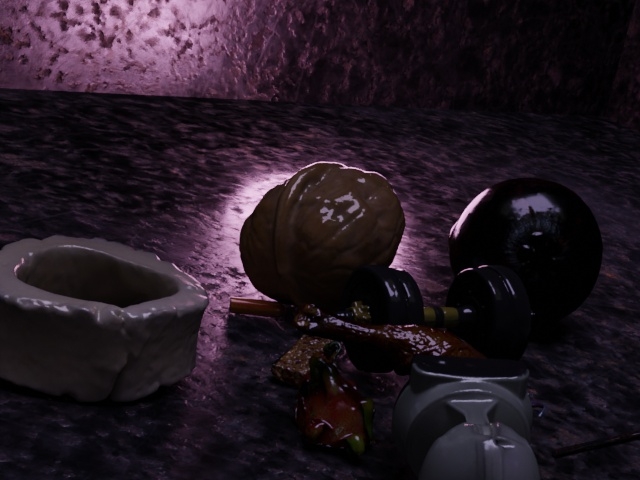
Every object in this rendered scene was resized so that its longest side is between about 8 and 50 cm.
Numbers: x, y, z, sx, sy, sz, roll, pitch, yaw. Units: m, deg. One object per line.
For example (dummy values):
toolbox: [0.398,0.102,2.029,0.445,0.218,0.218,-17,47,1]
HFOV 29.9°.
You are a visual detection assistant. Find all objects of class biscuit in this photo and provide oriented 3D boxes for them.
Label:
biscuit: [-0.020,0.189,1.969,0.064,0.034,0.199,16,21,15]

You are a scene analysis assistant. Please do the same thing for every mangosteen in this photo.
mangosteen: [0.395,0.021,2.305,0.300,0.300,0.300,10,20,-4]

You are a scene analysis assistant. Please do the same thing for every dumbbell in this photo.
dumbbell: [0.194,0.131,2.026,0.388,0.185,0.185,0,22,-26]

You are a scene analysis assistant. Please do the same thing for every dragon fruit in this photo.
dragon fruit: [0.012,0.239,1.764,0.142,0.175,0.138,-13,-7,34]

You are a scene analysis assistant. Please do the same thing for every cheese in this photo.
cheese: [-0.346,0.120,1.814,0.332,0.153,0.292,13,20,9]

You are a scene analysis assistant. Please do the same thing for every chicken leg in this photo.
chicken leg: [0.148,0.175,1.755,0.407,0.096,0.158,27,-28,-22]

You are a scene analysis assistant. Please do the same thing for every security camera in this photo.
security camera: [0.202,0.293,1.577,0.197,0.191,0.277,4,22,-5]

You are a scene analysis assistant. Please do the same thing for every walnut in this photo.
walnut: [0.000,0.000,2.166,0.296,0.285,0.285,-2,9,36]

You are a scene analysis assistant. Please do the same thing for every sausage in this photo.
sausage: [-0.109,0.119,2.121,0.107,0.031,0.031,6,20,-13]

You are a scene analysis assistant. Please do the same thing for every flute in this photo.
flute: [0.465,0.318,1.908,0.269,0.014,0.014,-4,24,-36]

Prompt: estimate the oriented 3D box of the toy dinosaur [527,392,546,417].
toy dinosaur: [0.306,0.249,1.971,0.080,0.045,0.197,-17,25,-30]
